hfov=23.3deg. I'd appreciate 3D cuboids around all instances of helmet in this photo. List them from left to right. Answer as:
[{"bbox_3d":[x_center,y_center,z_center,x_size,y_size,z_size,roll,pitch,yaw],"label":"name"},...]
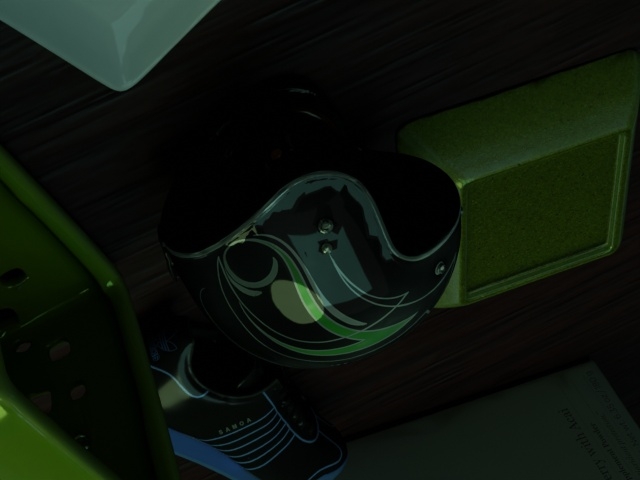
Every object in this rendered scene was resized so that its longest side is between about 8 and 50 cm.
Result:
[{"bbox_3d":[0.000,0.000,0.975,0.169,0.169,0.161,-41,123,14],"label":"helmet"}]

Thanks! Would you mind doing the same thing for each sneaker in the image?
[{"bbox_3d":[-0.048,0.121,1.134,0.090,0.081,0.232,-41,138,25],"label":"sneaker"}]

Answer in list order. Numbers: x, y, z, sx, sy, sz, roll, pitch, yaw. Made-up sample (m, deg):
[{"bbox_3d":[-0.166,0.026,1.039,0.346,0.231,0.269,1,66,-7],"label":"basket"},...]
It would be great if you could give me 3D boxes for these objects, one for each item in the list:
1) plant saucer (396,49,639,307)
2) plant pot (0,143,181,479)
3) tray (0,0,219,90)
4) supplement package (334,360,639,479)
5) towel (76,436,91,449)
[{"bbox_3d":[0.151,-0.029,1.120,0.188,0.045,0.188,-19,139,-12],"label":"plant saucer"},{"bbox_3d":[-0.229,0.091,0.895,0.207,0.228,0.227,-27,141,9],"label":"plant pot"},{"bbox_3d":[-0.148,-0.186,0.795,0.145,0.030,0.270,-43,138,15],"label":"tray"},{"bbox_3d":[0.133,0.256,1.304,0.293,0.177,0.175,-17,140,-15],"label":"supplement package"},{"bbox_3d":[-0.303,0.243,1.149,0.370,0.040,0.271,-7,135,-26],"label":"towel"}]
